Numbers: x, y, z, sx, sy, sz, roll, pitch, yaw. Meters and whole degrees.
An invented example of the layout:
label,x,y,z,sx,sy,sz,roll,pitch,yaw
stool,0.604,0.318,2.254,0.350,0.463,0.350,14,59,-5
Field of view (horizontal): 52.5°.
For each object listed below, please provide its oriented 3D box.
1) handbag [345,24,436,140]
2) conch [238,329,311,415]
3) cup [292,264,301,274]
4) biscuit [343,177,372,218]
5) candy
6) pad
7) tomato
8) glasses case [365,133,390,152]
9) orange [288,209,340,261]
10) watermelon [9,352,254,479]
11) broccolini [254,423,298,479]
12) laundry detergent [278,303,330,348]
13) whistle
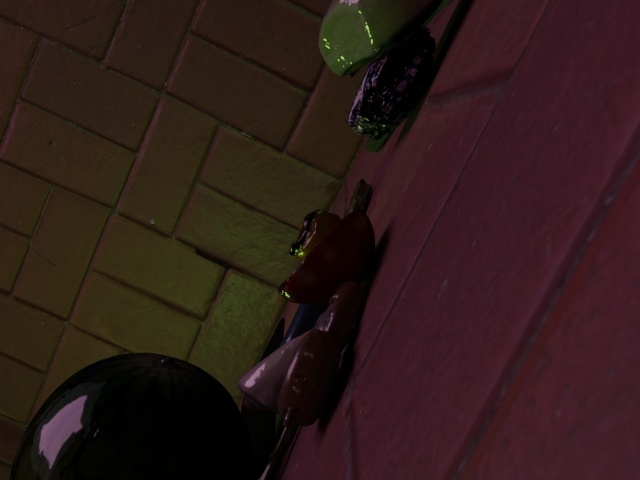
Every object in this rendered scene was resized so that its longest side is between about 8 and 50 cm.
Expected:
label,x,y,z,sx,sy,sz,roll,pitch,yaw
handbag,0.152,-0.323,1.345,0.229,0.127,0.208,-57,7,-4
conch,-0.054,0.192,0.967,0.104,0.094,0.176,37,-100,-52
cup,-0.046,0.130,1.866,0.116,0.074,0.104,110,156,-76
biscuit,0.046,0.000,1.413,0.187,0.036,0.273,118,176,-45
candy,0.178,-0.540,1.396,0.427,0.186,0.386,-36,2,-5
pad,-0.101,0.356,1.135,0.375,0.063,0.315,-87,21,-55
tomato,0.016,0.043,0.901,0.166,0.082,0.174,-48,-4,27
glasses case,0.168,-0.299,1.735,0.205,0.047,0.071,127,164,-77
orange,0.000,0.000,1.562,0.170,0.112,0.160,-38,-26,-35
watermelon,-0.256,0.337,0.916,0.363,0.363,0.363,-155,90,-88
broccolini,-0.067,0.278,0.830,0.071,0.057,0.254,2,61,40
laundry detergent,-0.007,0.116,1.111,0.097,0.061,0.206,105,-172,-53
whistle,0.006,0.129,0.753,0.220,0.057,0.107,-60,-15,-48
